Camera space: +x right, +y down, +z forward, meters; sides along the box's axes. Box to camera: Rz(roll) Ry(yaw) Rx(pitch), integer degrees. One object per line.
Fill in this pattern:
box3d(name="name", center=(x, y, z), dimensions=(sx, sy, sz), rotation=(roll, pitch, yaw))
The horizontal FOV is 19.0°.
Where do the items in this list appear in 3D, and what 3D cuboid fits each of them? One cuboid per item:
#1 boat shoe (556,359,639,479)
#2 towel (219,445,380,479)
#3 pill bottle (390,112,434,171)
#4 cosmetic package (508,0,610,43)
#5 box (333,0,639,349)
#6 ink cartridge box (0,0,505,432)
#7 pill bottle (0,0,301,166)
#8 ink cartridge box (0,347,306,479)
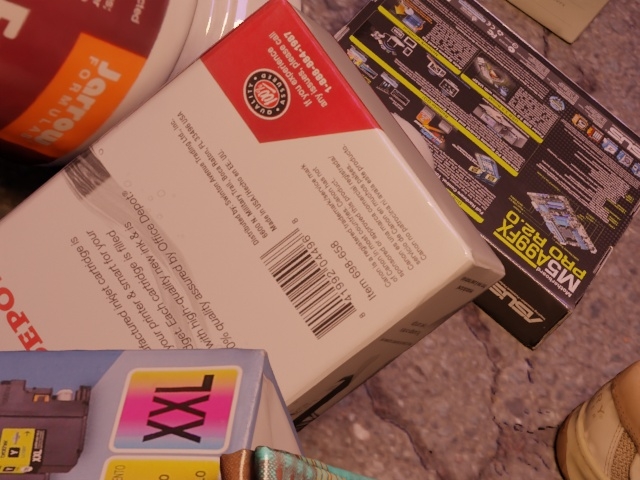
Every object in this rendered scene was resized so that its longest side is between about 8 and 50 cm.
box3d(name="boat shoe", center=(0.323, 0.220, 1.347), dimensions=(0.341, 0.110, 0.121), rotation=(39, 45, -1))
box3d(name="towel", center=(0.048, 0.249, 0.945), dimensions=(0.370, 0.040, 0.271), rotation=(35, 43, -67))
box3d(name="pill bottle", center=(0.000, 0.000, 1.305), dimensions=(0.117, 0.117, 0.208), rotation=(38, 45, -2))
box3d(name="cosmetic package", center=(0.196, -0.328, 1.603), dimensions=(0.224, 0.225, 0.138), rotation=(33, 45, -5))
box3d(name="box", center=(0.118, -0.075, 1.478), dimensions=(0.270, 0.060, 0.216), rotation=(39, 46, 0))
box3d(name="ink cartridge box", center=(-0.060, 0.021, 1.143), dimensions=(0.197, 0.273, 0.114), rotation=(55, 9, 14))
box3d(name="pill bottle", center=(-0.216, -0.175, 1.185), dimensions=(0.392, 0.224, 0.224), rotation=(20, 47, -39))
box3d(name="ink cartridge box", center=(-0.219, 0.196, 0.912), dimensions=(0.395, 0.151, 0.270), rotation=(-3, 48, 13))
